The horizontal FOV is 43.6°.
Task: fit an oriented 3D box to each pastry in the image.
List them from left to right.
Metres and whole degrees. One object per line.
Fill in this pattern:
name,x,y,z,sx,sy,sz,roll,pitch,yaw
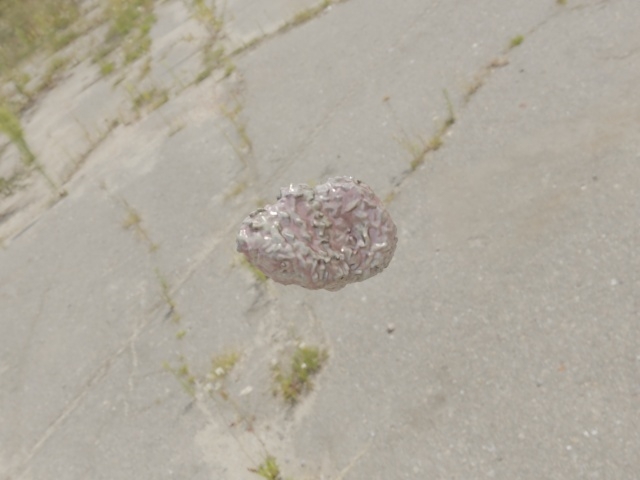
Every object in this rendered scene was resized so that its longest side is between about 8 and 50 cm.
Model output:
pastry,0.011,-0.007,0.728,0.112,0.103,0.265,-31,-2,8
